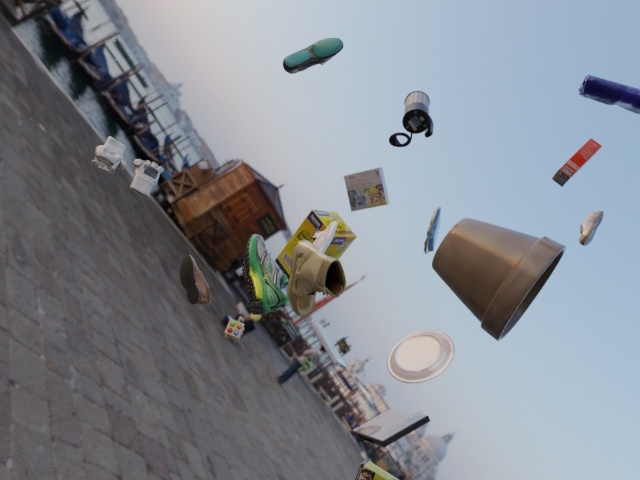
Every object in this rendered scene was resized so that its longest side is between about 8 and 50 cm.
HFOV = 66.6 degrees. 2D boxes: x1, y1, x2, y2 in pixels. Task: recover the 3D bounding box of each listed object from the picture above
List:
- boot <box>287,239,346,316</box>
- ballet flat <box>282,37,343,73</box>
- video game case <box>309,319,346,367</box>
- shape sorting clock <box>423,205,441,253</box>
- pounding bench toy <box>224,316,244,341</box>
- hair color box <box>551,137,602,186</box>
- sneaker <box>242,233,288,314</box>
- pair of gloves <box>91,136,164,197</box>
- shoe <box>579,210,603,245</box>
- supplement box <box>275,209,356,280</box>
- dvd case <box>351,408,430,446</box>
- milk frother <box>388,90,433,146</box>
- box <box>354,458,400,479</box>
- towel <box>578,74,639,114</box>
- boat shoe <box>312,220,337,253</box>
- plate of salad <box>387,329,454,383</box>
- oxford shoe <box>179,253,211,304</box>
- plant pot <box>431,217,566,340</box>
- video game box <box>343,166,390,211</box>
[{"bbox_3d":[-0.011,0.149,1.515,0.203,0.095,0.262,27,-62,50],"label":"boot"},{"bbox_3d":[-0.034,-0.806,2.135,0.096,0.280,0.095,86,-16,-77],"label":"ballet flat"},{"bbox_3d":[0.031,0.405,1.896,0.190,0.022,0.173,56,0,25],"label":"video game case"},{"bbox_3d":[0.462,-0.042,2.014,0.040,0.206,0.206,12,-24,17],"label":"shape sorting clock"},{"bbox_3d":[-0.283,0.288,1.639,0.052,0.083,0.065,21,-27,1],"label":"pounding bench toy"},{"bbox_3d":[0.925,-0.281,1.761,0.053,0.167,0.093,44,-5,17],"label":"hair color box"},{"bbox_3d":[-0.209,0.124,1.823,0.134,0.146,0.343,116,-34,-49],"label":"sneaker"},{"bbox_3d":[-0.705,-0.278,1.790,0.240,0.042,0.204,36,29,-21],"label":"pair of gloves"},{"bbox_3d":[1.125,-0.054,2.049,0.058,0.219,0.076,19,-41,38],"label":"shoe"},{"bbox_3d":[-0.026,0.042,2.413,0.194,0.356,0.195,-1,45,-51],"label":"supplement box"},{"bbox_3d":[0.225,0.615,1.613,0.022,0.180,0.253,69,-23,5],"label":"dvd case"},{"bbox_3d":[0.284,-0.383,1.560,0.134,0.143,0.129,-74,145,-49],"label":"milk frother"},{"bbox_3d":[0.235,0.867,1.694,0.232,0.087,0.058,23,5,28],"label":"box"},{"bbox_3d":[0.936,-0.417,1.460,0.308,0.228,0.076,25,-62,18],"label":"towel"},{"bbox_3d":[0.000,0.000,1.703,0.063,0.184,0.066,26,-21,9],"label":"boat shoe"},{"bbox_3d":[0.287,0.334,1.390,0.048,0.200,0.200,62,-8,-25],"label":"plate of salad"},{"bbox_3d":[-0.435,0.140,1.698,0.076,0.076,0.212,23,33,-49],"label":"oxford shoe"},{"bbox_3d":[0.496,0.079,1.425,0.280,0.323,0.323,37,-15,26],"label":"plant pot"},{"bbox_3d":[0.229,-0.252,2.415,0.048,0.205,0.187,-16,96,-57],"label":"video game box"}]
